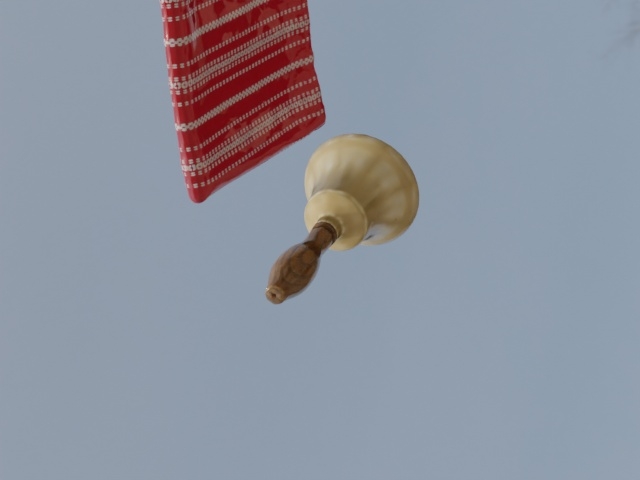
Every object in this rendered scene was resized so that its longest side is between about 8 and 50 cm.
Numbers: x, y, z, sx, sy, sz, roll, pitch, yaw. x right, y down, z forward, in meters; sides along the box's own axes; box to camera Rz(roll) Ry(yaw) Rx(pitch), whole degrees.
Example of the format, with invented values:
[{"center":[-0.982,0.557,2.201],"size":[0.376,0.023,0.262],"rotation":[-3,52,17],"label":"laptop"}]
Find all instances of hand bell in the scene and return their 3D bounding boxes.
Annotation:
[{"center":[0.000,0.000,1.458],"size":[0.126,0.126,0.242],"rotation":[64,-149,-16],"label":"hand bell"}]

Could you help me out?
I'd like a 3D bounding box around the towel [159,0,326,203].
[{"center":[-0.058,-0.186,1.102],"size":[0.199,0.031,0.275],"rotation":[-36,-55,-57],"label":"towel"}]
